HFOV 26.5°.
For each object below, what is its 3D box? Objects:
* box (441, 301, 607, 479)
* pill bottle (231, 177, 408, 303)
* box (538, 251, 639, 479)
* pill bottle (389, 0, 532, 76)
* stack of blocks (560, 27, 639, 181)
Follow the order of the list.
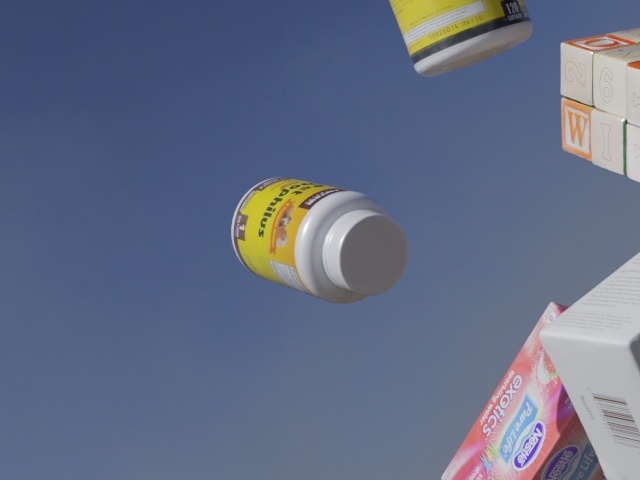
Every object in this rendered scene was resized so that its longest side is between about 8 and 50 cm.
[{"bbox_3d":[0.304,0.251,1.730,0.142,0.154,0.300,17,-66,-29],"label":"box"},{"bbox_3d":[0.000,0.000,1.437,0.117,0.117,0.215,-15,15,-28],"label":"pill bottle"},{"bbox_3d":[0.258,0.074,0.931,0.170,0.130,0.091,-34,17,-25],"label":"box"},{"bbox_3d":[0.096,-0.234,1.107,0.103,0.184,0.103,-20,1,0],"label":"pill bottle"},{"bbox_3d":[0.321,-0.086,0.953,0.171,0.087,0.297,-13,22,-22],"label":"stack of blocks"}]
